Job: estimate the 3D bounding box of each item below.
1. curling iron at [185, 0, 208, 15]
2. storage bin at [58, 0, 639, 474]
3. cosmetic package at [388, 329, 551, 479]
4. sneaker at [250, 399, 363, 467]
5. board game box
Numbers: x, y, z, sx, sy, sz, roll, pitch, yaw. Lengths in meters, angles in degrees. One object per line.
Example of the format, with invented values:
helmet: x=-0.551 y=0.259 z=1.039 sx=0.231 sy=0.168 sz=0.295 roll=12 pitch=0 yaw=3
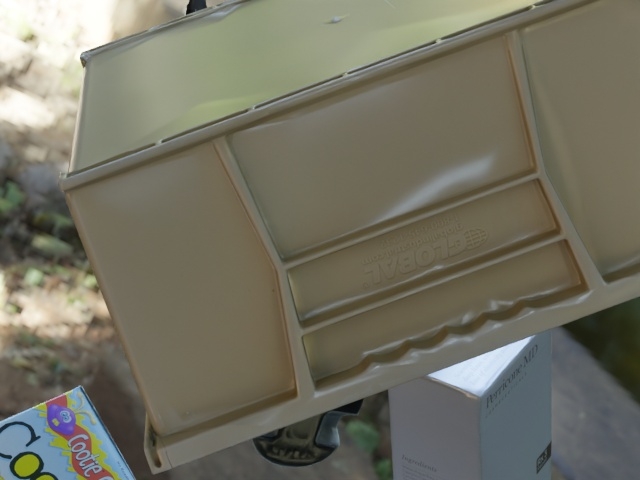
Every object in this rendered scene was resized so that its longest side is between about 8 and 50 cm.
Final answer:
curling iron: x=-0.110 y=-0.084 z=1.320 sx=0.035 sy=0.274 sz=0.068 roll=9 pitch=-11 yaw=-39
storage bin: x=0.024 y=-0.047 z=0.672 sx=0.260 sy=0.123 sz=0.262 roll=-19 pitch=18 yaw=-1
cosmetic package: x=0.118 y=0.168 z=1.147 sx=0.085 sy=0.231 sz=0.117 roll=18 pitch=39 yaw=30
sneaker: x=0.000 y=0.000 z=1.182 sx=0.122 sy=0.331 sz=0.146 roll=19 pitch=12 yaw=-27
board game box: x=-0.322 y=0.268 z=1.372 sx=0.275 sy=0.144 sz=0.142 roll=-22 pitch=74 yaw=-37
